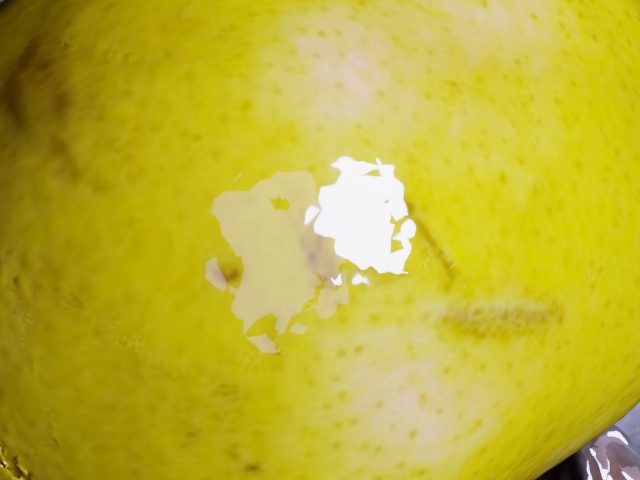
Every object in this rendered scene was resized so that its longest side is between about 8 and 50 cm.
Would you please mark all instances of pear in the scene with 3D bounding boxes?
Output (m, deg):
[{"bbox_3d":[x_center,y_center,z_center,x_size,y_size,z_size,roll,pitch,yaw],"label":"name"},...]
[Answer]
[{"bbox_3d":[-0.007,0.006,0.519,0.336,0.285,0.284,-4,92,-33],"label":"pear"}]

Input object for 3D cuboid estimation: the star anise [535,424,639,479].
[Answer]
[{"bbox_3d":[0.173,0.216,0.634,0.315,0.108,0.315,1,84,-9],"label":"star anise"}]
